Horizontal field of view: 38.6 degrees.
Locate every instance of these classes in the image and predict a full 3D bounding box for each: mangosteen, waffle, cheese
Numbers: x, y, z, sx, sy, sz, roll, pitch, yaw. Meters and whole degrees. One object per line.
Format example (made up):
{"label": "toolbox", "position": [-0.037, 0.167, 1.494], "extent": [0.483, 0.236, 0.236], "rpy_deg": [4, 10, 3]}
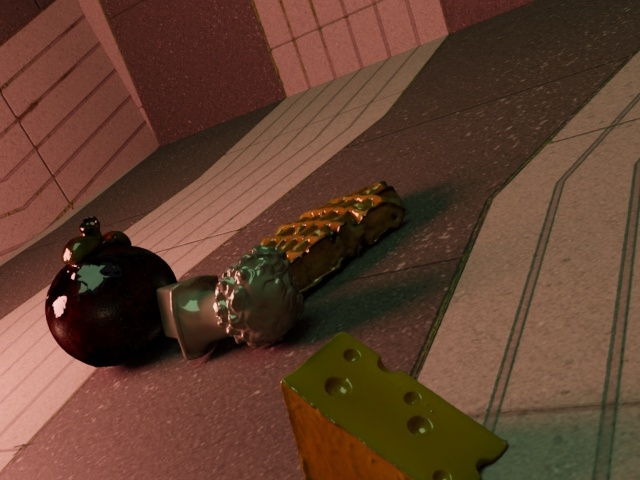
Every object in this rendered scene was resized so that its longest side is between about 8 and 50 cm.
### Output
{"label": "mangosteen", "position": [-0.332, 0.088, 1.429], "extent": [0.216, 0.216, 0.216], "rpy_deg": [-26, 17, 9]}
{"label": "waffle", "position": [-0.001, -0.001, 1.417], "extent": [0.283, 0.065, 0.309], "rpy_deg": [-23, 19, 20]}
{"label": "cheese", "position": [0.067, 0.173, 0.796], "extent": [0.171, 0.126, 0.093], "rpy_deg": [14, 36, 39]}

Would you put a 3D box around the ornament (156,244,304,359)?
{"label": "ornament", "position": [-0.137, 0.097, 1.269], "extent": [0.120, 0.130, 0.285], "rpy_deg": [-21, 0, -43]}
